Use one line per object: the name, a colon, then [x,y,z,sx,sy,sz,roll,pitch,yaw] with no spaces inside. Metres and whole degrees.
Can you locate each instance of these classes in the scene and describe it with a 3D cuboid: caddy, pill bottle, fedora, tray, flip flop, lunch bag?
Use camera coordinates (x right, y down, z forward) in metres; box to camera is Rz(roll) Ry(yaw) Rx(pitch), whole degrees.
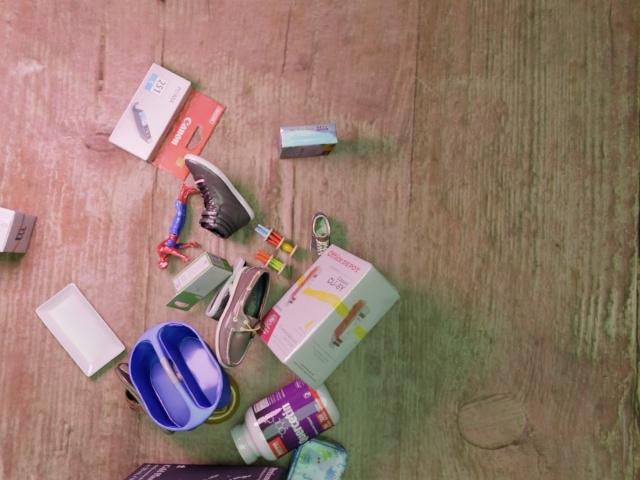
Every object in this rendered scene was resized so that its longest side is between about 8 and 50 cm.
caddy: [-0.423,0.408,1.705,0.241,0.179,0.341,-36,65,-7]
pill bottle: [-0.110,0.563,1.781,0.323,0.181,0.181,-29,90,-8]
fedora: [-0.349,0.502,1.808,0.194,0.079,0.194,0,87,-7]
tray: [-0.756,0.281,1.796,0.145,0.030,0.270,-38,92,-7]
flip flop: [-0.557,0.504,1.779,0.080,0.112,0.277,-36,97,7]
lunch bag: [-0.019,0.745,1.827,0.176,0.090,0.219,20,85,-6]

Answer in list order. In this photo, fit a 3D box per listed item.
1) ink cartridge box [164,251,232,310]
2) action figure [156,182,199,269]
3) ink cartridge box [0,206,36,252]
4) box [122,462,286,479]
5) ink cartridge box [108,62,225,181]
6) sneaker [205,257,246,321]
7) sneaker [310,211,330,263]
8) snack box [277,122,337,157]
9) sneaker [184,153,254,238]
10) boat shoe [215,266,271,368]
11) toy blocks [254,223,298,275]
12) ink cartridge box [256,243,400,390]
ink cartridge box: [-0.393,0.131,1.790,0.209,0.109,0.062,-39,61,12]
action figure: [-0.430,-0.027,1.820,0.139,0.091,0.280,22,84,4]
ink cartridge box: [-0.969,-0.038,1.715,0.128,0.176,0.127,15,85,-5]
box: [-0.364,0.830,1.533,0.472,0.480,0.297,-1,89,8]
ink cartridge box: [-0.494,-0.383,1.848,0.261,0.066,0.296,28,84,-3]
sneaker: [-0.272,0.174,1.846,0.121,0.079,0.217,35,72,-24]
sneaker: [0.000,0.000,1.873,0.064,0.086,0.192,-3,87,-7]
snack box: [-0.048,-0.317,1.825,0.175,0.207,0.070,-6,87,-8]
sneaker: [-0.346,-0.127,1.781,0.295,0.105,0.147,50,61,-24]
boat shoe: [-0.232,0.235,1.754,0.117,0.097,0.324,33,64,-43]
toy blocks: [-0.167,0.026,1.868,0.148,0.054,0.123,33,83,-4]
ink cartridge box: [0.013,0.221,1.751,0.384,0.279,0.160,-47,117,-8]
